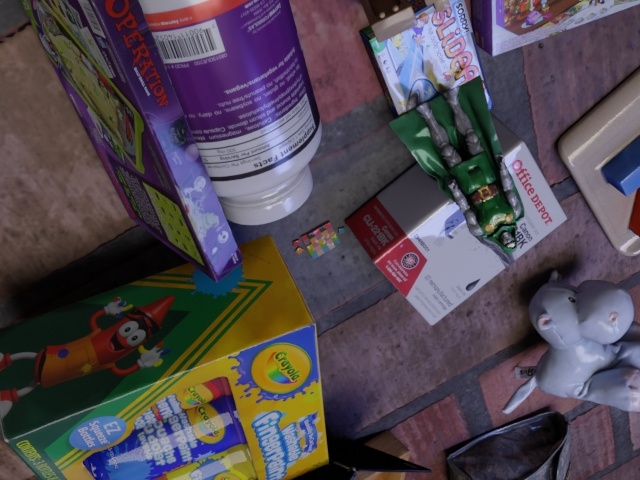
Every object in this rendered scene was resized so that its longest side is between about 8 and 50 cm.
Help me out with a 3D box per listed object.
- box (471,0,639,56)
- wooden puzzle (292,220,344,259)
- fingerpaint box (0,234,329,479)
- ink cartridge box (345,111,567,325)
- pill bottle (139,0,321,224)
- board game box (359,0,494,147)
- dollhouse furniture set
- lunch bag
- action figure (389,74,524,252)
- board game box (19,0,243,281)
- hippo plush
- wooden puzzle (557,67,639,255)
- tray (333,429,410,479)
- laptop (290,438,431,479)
[{"bbox_3d":[0.334,-0.383,0.983,0.293,0.057,0.201,-21,131,-10],"label":"box"},{"bbox_3d":[0.000,0.000,1.139,0.083,0.006,0.049,-30,132,-2],"label":"wooden puzzle"},{"bbox_3d":[-0.189,0.239,1.060,0.371,0.163,0.445,-19,144,-13],"label":"fingerpaint box"},{"bbox_3d":[0.209,-0.032,1.145,0.273,0.114,0.197,-40,131,5],"label":"ink cartridge box"},{"bbox_3d":[-0.104,-0.177,0.840,0.181,0.181,0.323,-24,132,-8],"label":"pill bottle"},{"bbox_3d":[0.149,-0.228,1.023,0.136,0.035,0.201,-32,132,-1],"label":"board game box"},{"bbox_3d":[0.100,-0.338,0.864,0.151,0.144,0.123,-24,128,11],"label":"dollhouse furniture set"},{"bbox_3d":[0.436,0.522,1.640,0.287,0.169,0.235,-25,128,-18],"label":"lunch bag"},{"bbox_3d":[0.206,-0.088,1.009,0.137,0.063,0.232,-28,93,7],"label":"action figure"},{"bbox_3d":[-0.205,-0.128,0.811,0.056,0.208,0.347,-41,137,-26],"label":"board game box"},{"bbox_3d":[0.479,0.161,1.401,0.294,0.234,0.236,-6,118,31],"label":"hippo plush"},{"bbox_3d":[0.594,-0.148,1.270,0.322,0.080,0.348,-42,131,8],"label":"wooden puzzle"},{"bbox_3d":[-0.018,0.530,1.413,0.411,0.076,0.203,-21,133,-32],"label":"tray"},{"bbox_3d":[0.008,0.431,1.290,0.264,0.234,0.136,-49,113,-23],"label":"laptop"}]
